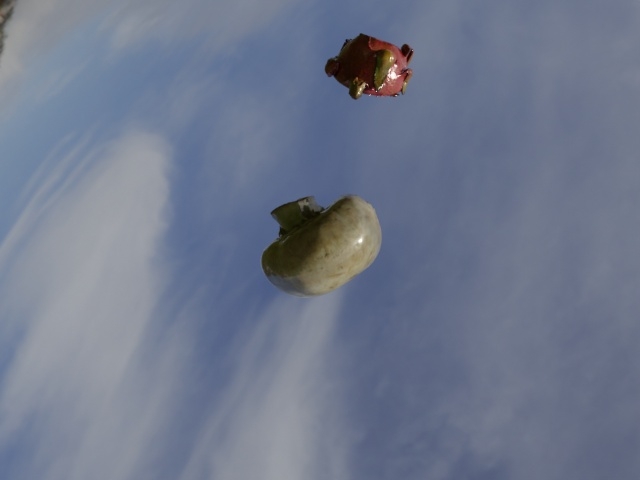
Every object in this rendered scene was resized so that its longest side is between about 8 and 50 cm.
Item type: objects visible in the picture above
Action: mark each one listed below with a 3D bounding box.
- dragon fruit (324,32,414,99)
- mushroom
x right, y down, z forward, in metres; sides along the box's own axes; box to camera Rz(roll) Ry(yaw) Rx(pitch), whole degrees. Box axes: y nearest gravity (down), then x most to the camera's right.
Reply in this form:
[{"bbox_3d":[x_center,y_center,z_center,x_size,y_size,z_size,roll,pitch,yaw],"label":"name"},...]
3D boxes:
[{"bbox_3d":[0.069,-0.240,0.982,0.112,0.126,0.068,42,-47,35],"label":"dragon fruit"},{"bbox_3d":[0.000,0.000,0.948,0.166,0.127,0.166,-26,-173,3],"label":"mushroom"}]
